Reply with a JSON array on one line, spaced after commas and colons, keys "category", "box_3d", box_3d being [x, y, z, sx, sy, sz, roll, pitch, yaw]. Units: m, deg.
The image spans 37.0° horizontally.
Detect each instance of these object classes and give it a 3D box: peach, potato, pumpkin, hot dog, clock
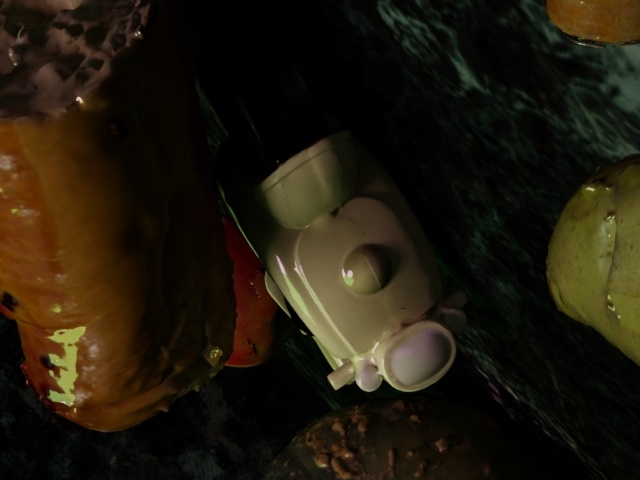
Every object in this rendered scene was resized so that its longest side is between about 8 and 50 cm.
[{"category": "peach", "box_3d": [-0.114, 0.054, 1.193, 0.197, 0.197, 0.197, 48, 168, 13]}, {"category": "potato", "box_3d": [0.149, 0.018, 0.327, 0.188, 0.085, 0.105, -155, 66, -63]}, {"category": "pumpkin", "box_3d": [0.098, 0.291, 0.885, 0.328, 0.291, 0.257, 55, 180, 29]}, {"category": "hot dog", "box_3d": [-0.172, -0.055, 0.710, 0.367, 0.196, 0.365, -108, 5, -48]}, {"category": "clock", "box_3d": [0.000, 0.000, 0.779, 0.276, 0.120, 0.379, 56, 174, 6]}]

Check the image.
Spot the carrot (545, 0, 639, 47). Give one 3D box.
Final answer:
[{"category": "carrot", "box_3d": [0.079, -0.116, 0.261, 0.048, 0.048, 0.139, 42, 165, 37]}]
